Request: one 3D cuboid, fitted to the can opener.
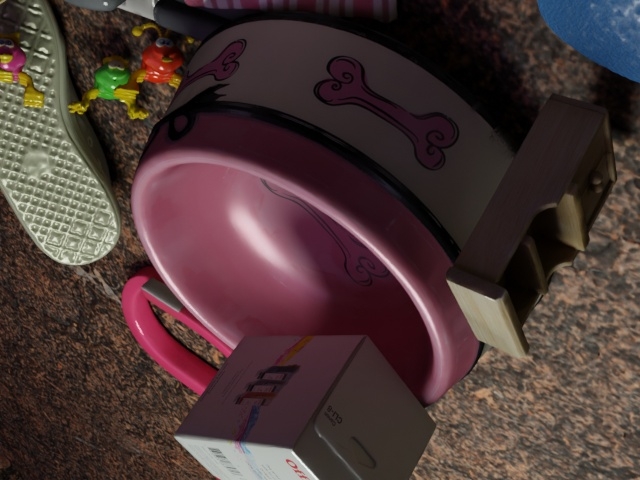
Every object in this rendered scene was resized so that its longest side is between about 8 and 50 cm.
[{"bbox_3d":[-0.149,-0.230,0.890,0.280,0.093,0.074,22,143,24],"label":"can opener"}]

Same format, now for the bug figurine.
[{"bbox_3d":[-0.277,-0.191,0.986,0.216,0.279,0.072,170,104,-68],"label":"bug figurine"}]

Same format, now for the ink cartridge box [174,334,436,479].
[{"bbox_3d":[-0.013,0.172,0.826,0.176,0.127,0.128,-6,129,48],"label":"ink cartridge box"}]

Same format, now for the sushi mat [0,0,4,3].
[{"bbox_3d":[-0.243,-0.333,0.830,0.316,0.019,0.151,-16,86,38],"label":"sushi mat"}]

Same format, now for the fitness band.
[{"bbox_3d":[-0.181,0.151,1.343,0.291,0.054,0.209,32,146,22],"label":"fitness band"}]

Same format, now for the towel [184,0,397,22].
[{"bbox_3d":[-0.037,-0.236,0.737,0.197,0.029,0.144,9,150,16],"label":"towel"}]

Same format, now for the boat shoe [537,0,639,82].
[{"bbox_3d":[0.262,-0.136,0.546,0.258,0.089,0.109,22,152,23],"label":"boat shoe"}]

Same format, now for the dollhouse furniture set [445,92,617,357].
[{"bbox_3d":[0.234,0.024,0.603,0.242,0.161,0.212,23,163,31],"label":"dollhouse furniture set"}]

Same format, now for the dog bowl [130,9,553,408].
[{"bbox_3d":[0.000,0.000,0.854,0.408,0.150,0.408,26,148,18],"label":"dog bowl"}]

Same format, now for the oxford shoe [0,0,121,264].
[{"bbox_3d":[-0.376,-0.175,1.145,0.130,0.169,0.449,-119,10,-59],"label":"oxford shoe"}]
